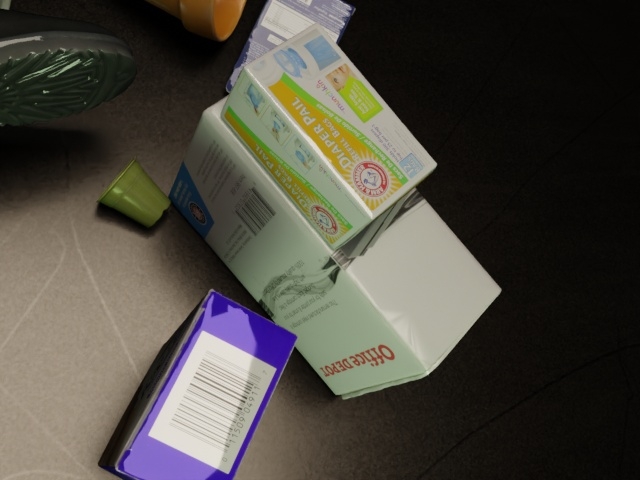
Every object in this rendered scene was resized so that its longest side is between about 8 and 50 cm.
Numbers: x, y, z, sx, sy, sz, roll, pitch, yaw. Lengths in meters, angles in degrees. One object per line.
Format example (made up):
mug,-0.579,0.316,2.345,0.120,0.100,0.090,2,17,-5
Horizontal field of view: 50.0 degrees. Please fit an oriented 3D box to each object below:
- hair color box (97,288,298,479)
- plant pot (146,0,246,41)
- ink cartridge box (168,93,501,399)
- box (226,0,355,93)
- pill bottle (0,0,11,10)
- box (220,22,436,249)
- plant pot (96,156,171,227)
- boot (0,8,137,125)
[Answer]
hair color box,-0.153,0.190,0.771,0.110,0.339,0.185,29,65,-8
plant pot,-0.215,-0.432,1.047,0.188,0.205,0.205,18,66,2
ink cartridge box,0.000,0.000,0.923,0.166,0.285,0.395,-40,90,-27
box,-0.051,-0.311,1.121,0.136,0.036,0.225,26,84,-11
pill bottle,-0.549,-0.352,0.915,0.229,0.131,0.131,21,67,-14
box,0.006,-0.109,0.742,0.114,0.103,0.203,-40,90,-29
plant pot,-0.257,-0.061,0.967,0.079,0.083,0.083,42,63,-17
boot,-0.464,-0.353,0.812,0.367,0.146,0.445,-17,75,-33
